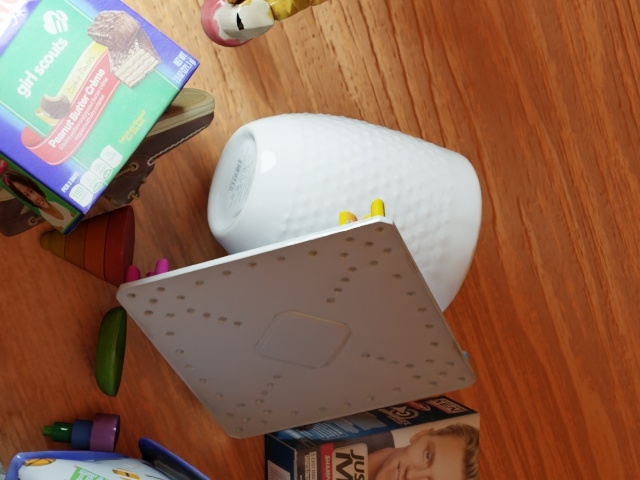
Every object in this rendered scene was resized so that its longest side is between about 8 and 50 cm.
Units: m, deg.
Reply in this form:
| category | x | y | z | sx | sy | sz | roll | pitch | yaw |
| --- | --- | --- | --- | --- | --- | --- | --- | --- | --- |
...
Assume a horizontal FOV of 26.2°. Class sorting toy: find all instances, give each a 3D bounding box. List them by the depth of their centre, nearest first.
| category | x | y | z | sx | sy | sz | roll | pitch | yaw |
| --- | --- | --- | --- | --- | --- | --- | --- | --- | --- |
| sorting toy | -0.335 | 0.126 | 1.915 | 0.126 | 0.127 | 0.365 | 6 | 101 | -2 |

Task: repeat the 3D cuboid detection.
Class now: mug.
| category | x | y | z | sx | sy | sz | roll | pitch | yaw |
| --- | --- | --- | --- | --- | --- | --- | --- | --- | --- |
| mug | 0.000 | 0.000 | 1.986 | 0.328 | 0.276 | 0.374 | 17 | 110 | -25 |

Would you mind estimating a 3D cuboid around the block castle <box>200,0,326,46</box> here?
| category | x | y | z | sx | sy | sz | roll | pitch | yaw |
| --- | --- | --- | --- | --- | --- | --- | --- | --- | --- |
| block castle | -0.085 | -0.517 | 1.858 | 0.303 | 0.213 | 0.453 | -26 | 106 | -11 |

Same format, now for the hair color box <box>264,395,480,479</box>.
| category | x | y | z | sx | sy | sz | roll | pitch | yaw |
| --- | --- | --- | --- | --- | --- | --- | --- | --- | --- |
| hair color box | 0.086 | 0.367 | 2.190 | 0.347 | 0.105 | 0.174 | -7 | 104 | -30 |

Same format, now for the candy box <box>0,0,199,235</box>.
| category | x | y | z | sx | sy | sz | roll | pitch | yaw |
| --- | --- | --- | --- | --- | --- | --- | --- | --- | --- |
| candy box | -0.356 | -0.210 | 1.711 | 0.317 | 0.122 | 0.268 | 37 | 63 | -8 |

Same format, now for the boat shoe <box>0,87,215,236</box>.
| category | x | y | z | sx | sy | sz | roll | pitch | yaw |
| --- | --- | --- | --- | --- | --- | --- | --- | --- | --- |
| boat shoe | -0.293 | -0.104 | 1.872 | 0.342 | 0.123 | 0.123 | -27 | 123 | -22 |

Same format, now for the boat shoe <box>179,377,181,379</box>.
| category | x | y | z | sx | sy | sz | roll | pitch | yaw |
| --- | --- | --- | --- | --- | --- | --- | --- | --- | --- |
| boat shoe | -0.167 | 0.185 | 2.049 | 0.100 | 0.035 | 0.035 | -18 | 136 | -31 |

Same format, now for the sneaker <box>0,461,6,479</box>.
| category | x | y | z | sx | sy | sz | roll | pitch | yaw |
| --- | --- | --- | --- | --- | --- | --- | --- | --- | --- |
| sneaker | -0.459 | 0.326 | 1.852 | 0.105 | 0.115 | 0.281 | -37 | 116 | -19 |

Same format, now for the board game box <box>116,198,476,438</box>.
| category | x | y | z | sx | sy | sz | roll | pitch | yaw |
| --- | --- | --- | --- | --- | --- | --- | --- | --- | --- |
| board game box | -0.024 | 0.121 | 1.912 | 0.390 | 0.050 | 0.390 | -15 | 137 | 16 |

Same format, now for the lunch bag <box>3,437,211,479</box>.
| category | x | y | z | sx | sy | sz | roll | pitch | yaw |
| --- | --- | --- | --- | --- | --- | --- | --- | --- | --- |
| lunch bag | -0.207 | 0.425 | 1.828 | 0.385 | 0.328 | 0.239 | 17 | 99 | -59 |
